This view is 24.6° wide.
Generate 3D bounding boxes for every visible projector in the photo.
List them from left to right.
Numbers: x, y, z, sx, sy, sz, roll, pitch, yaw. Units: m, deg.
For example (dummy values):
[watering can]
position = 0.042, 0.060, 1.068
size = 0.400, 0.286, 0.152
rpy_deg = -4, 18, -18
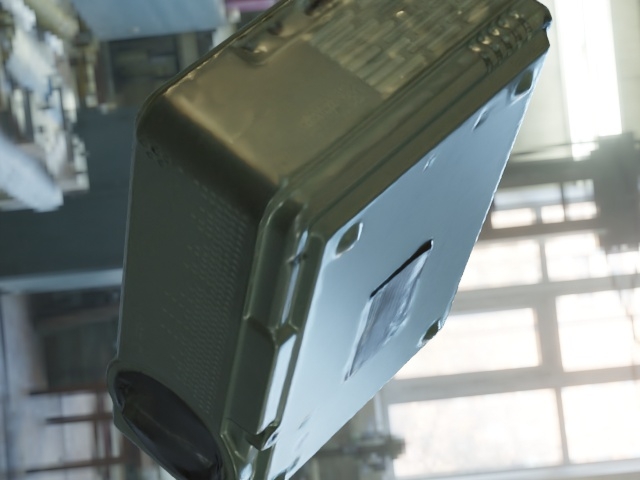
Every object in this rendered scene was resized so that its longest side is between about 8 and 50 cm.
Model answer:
[projector]
position = 0.000, 0.000, 0.687
size = 0.192, 0.099, 0.256
rpy_deg = -40, 159, -32
